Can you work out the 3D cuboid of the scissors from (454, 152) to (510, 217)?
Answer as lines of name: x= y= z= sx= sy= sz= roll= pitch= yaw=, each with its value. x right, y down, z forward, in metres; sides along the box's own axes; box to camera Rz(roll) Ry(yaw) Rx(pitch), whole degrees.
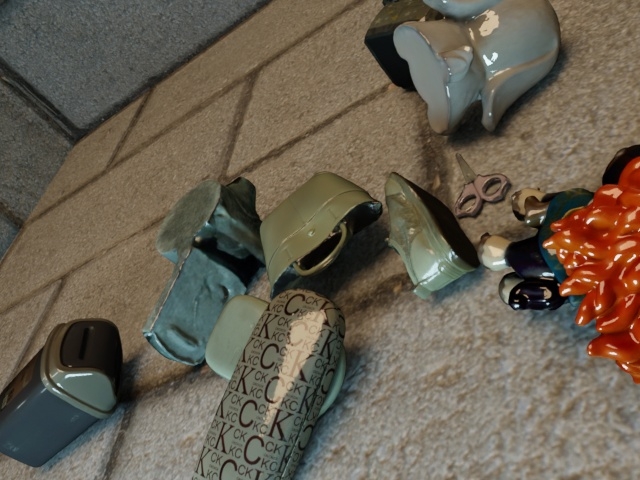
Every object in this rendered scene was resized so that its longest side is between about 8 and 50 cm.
scissors: x=0.250 y=-0.104 z=1.125 sx=0.100 sy=0.015 sz=0.189 roll=-36 pitch=29 yaw=17

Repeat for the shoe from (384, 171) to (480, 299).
shoe: x=0.151 y=-0.017 z=1.053 sx=0.098 sy=0.103 sz=0.275 roll=-47 pitch=27 yaw=18

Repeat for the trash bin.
trash bin: x=-0.530 y=0.306 z=1.387 sx=0.290 sy=0.182 sz=0.209 roll=-42 pitch=30 yaw=14

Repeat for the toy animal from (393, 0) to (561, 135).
toy animal: x=0.298 y=-0.336 z=1.189 sx=0.265 sy=0.271 sz=0.206 roll=-23 pitch=0 yaw=-8

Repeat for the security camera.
security camera: x=-0.065 y=0.186 z=1.078 sx=0.301 sy=0.080 sz=0.157 roll=18 pitch=78 yaw=45

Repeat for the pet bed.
pet bed: x=0.222 y=-0.431 z=1.405 sx=0.211 sy=0.183 sz=0.159 roll=11 pitch=62 yaw=55

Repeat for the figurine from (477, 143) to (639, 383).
figurine: x=0.351 y=-0.003 z=0.706 sx=0.306 sy=0.241 sz=0.412 roll=-20 pitch=11 yaw=-5

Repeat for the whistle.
whistle: x=-0.216 y=0.046 z=1.348 sx=0.188 sy=0.168 sz=0.404 roll=-29 pitch=37 yaw=26

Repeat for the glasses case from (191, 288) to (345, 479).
glasses case: x=-0.073 y=0.237 z=0.950 sx=0.137 sy=0.085 sz=0.354 roll=14 pitch=77 yaw=40

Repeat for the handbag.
handbag: x=0.000 y=0.000 z=1.171 sx=0.241 sy=0.109 sz=0.315 roll=-43 pitch=24 yaw=5
